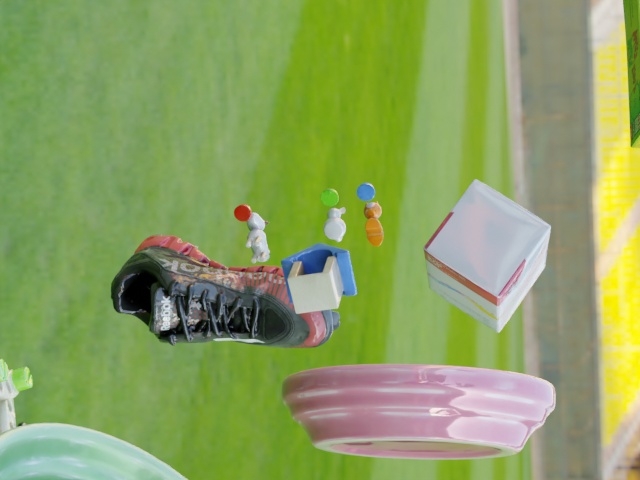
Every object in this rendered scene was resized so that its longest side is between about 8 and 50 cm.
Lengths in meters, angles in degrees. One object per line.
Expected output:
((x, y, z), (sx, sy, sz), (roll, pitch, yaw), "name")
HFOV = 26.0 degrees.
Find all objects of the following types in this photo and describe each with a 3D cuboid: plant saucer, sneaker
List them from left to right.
((-0.118, 0.074, 1.557), (0.135, 0.276, 0.097), (-35, 136, -55), "sneaker")
((0.117, 0.214, 1.675), (0.332, 0.332, 0.084), (51, 39, -73), "plant saucer")

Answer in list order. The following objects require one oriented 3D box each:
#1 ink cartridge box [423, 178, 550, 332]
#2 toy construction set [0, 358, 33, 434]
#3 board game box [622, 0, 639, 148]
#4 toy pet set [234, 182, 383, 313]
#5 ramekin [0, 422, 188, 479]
((0.231, 0.025, 1.921), (0.128, 0.127, 0.176), (-53, 162, -13), "ink cartridge box")
((-0.434, 0.270, 1.741), (0.215, 0.151, 0.327), (72, 17, -60), "toy construction set")
((0.359, -0.177, 1.393), (0.043, 0.092, 0.181), (107, -13, -64), "board game box")
((0.000, 0.000, 1.197), (0.065, 0.122, 0.114), (-70, 150, -65), "toy pet set")
((-0.195, 0.311, 1.155), (0.148, 0.303, 0.303), (-52, -177, 19), "ramekin")
